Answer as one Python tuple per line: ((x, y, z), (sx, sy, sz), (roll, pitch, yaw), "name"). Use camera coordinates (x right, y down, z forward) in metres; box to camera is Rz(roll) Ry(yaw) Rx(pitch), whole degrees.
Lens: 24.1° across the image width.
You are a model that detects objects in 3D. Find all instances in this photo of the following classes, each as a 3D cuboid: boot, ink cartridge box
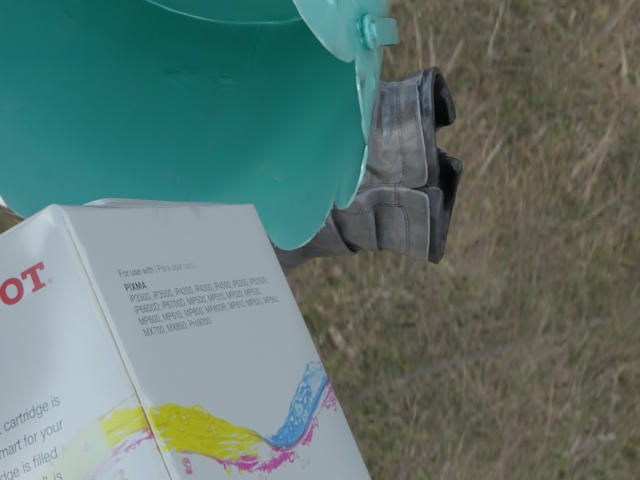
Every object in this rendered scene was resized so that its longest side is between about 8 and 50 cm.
((0.000, 0.000, 1.262), (0.223, 0.338, 0.118), (7, 45, 7), "boot")
((-0.067, 0.088, 0.504), (0.128, 0.127, 0.176), (-27, 81, 25), "ink cartridge box")

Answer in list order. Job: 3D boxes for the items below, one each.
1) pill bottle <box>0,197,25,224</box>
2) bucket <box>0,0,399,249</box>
((-0.265, -0.058, 1.567), (0.131, 0.245, 0.130), (-2, 74, 8), "pill bottle")
((-0.087, -0.135, 0.814), (0.281, 0.281, 0.183), (11, 56, 9), "bucket")
